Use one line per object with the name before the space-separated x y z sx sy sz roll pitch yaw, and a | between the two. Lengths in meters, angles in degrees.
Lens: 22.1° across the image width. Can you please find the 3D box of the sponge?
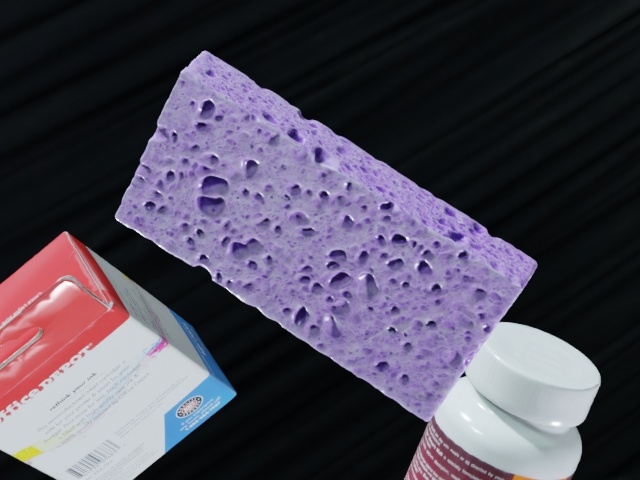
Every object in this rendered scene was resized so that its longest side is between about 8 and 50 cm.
sponge | 0.000 0.000 0.878 0.210 0.031 0.117 33 131 2

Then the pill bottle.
pill bottle | 0.133 0.184 1.301 0.121 0.121 0.221 39 117 39

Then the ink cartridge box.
ink cartridge box | -0.175 0.085 1.137 0.078 0.134 0.231 54 -175 35
